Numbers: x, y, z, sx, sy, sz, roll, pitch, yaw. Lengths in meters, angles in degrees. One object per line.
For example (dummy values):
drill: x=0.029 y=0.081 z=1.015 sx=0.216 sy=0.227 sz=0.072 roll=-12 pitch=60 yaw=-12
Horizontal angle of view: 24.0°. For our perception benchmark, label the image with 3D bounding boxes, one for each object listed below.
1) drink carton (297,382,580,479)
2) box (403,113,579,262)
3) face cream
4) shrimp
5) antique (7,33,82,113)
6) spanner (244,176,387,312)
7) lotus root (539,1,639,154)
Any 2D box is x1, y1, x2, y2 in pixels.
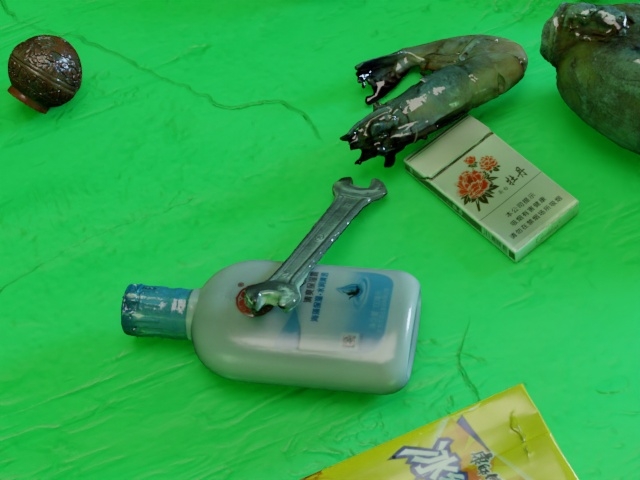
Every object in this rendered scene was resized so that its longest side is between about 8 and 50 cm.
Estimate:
drink carton: x=0.086 y=0.294 z=1.539 sx=0.351 sy=0.111 sz=0.154 roll=-22 pitch=56 yaw=-10
box: x=0.206 y=-0.067 z=1.826 sx=0.109 sy=0.029 sz=0.198 roll=-37 pitch=59 yaw=-18
face cream: x=-0.059 y=0.091 z=1.716 sx=0.337 sy=0.080 sz=0.163 roll=5 pitch=50 yaw=10
shrimp: x=0.121 y=-0.199 z=1.897 sx=0.289 sy=0.075 sz=0.178 roll=-34 pitch=39 yaw=-16
antique: x=-0.359 y=-0.222 z=1.966 sx=0.104 sy=0.104 sz=0.104 roll=-4 pitch=55 yaw=5
spanner: x=0.000 y=0.000 z=1.751 sx=0.071 sy=0.017 sz=0.302 roll=12 pitch=35 yaw=19
lotus root: x=0.428 y=-0.173 z=1.799 sx=0.350 sy=0.175 sz=0.175 roll=33 pitch=65 yaw=22
